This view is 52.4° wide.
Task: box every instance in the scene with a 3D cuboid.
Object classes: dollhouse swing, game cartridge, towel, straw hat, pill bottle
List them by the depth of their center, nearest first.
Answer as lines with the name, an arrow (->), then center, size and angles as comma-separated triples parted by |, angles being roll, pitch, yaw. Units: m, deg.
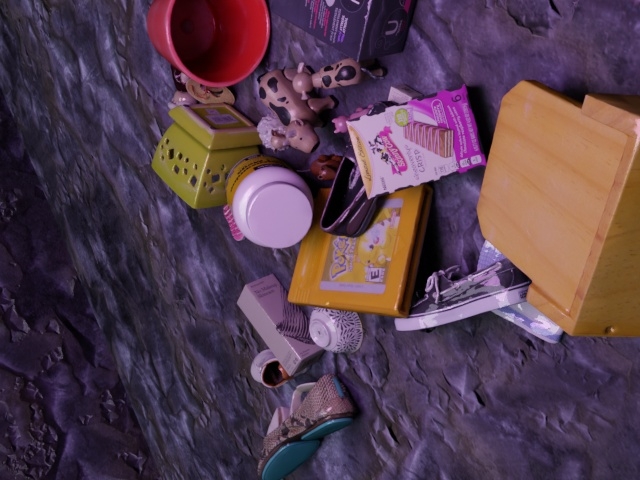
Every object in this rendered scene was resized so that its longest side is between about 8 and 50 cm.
dollhouse swing -> 0.466, -0.073, 1.046 | 0.305, 0.314, 0.347 | -101, 14, -61
towel -> 0.394, 0.038, 1.228 | 0.209, 0.034, 0.285 | 31, 128, 36
game cartridge -> 0.079, 0.015, 1.430 | 0.323, 0.052, 0.286 | 1, 72, 42
pill bottle -> -0.120, -0.093, 1.537 | 0.334, 0.187, 0.188 | -132, 33, -70
straw hat -> -0.295, -0.430, 1.785 | 0.144, 0.144, 0.061 | -10, 57, 50

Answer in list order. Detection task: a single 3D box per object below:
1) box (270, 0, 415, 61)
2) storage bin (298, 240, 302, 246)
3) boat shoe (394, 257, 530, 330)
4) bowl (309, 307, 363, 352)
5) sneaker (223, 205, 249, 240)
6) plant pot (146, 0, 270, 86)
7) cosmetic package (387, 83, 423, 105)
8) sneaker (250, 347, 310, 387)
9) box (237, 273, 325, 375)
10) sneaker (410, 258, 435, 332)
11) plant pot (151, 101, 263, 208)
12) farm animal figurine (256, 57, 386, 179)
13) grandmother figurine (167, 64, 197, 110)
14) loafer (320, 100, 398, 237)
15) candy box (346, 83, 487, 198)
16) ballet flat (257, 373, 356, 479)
box -> 0.045, -0.495, 1.303 | 0.270, 0.143, 0.165 | 40, 135, 30
storage bin -> 0.000, 0.000, 1.629 | 0.135, 0.098, 0.091 | 25, 152, 40
boat shoe -> 0.264, 0.105, 1.287 | 0.306, 0.113, 0.105 | -25, 79, 46
bowl -> 0.024, 0.231, 1.702 | 0.170, 0.080, 0.170 | 24, 124, 41
sneaker -> -0.227, -0.064, 1.875 | 0.063, 0.074, 0.171 | -38, 53, 24
plant pot -> -0.296, -0.529, 1.612 | 0.243, 0.274, 0.275 | 27, 126, 52
cosmetic package -> 0.167, -0.258, 1.350 | 0.060, 0.041, 0.115 | 39, 132, 32
sneaker -> -0.156, 0.386, 1.946 | 0.290, 0.123, 0.106 | -29, 86, 52
box -> -0.110, 0.235, 1.834 | 0.275, 0.113, 0.094 | 50, 137, 20
sneaker -> 0.228, 0.100, 1.419 | 0.121, 0.079, 0.217 | 18, 127, 39
plant pot -> -0.289, -0.241, 1.748 | 0.227, 0.228, 0.207 | 40, 126, 31
farm animal figurine -> -0.029, -0.292, 1.456 | 0.326, 0.172, 0.331 | 40, 133, 31
grandmother figurine -> -0.387, -0.502, 1.840 | 0.208, 0.103, 0.343 | -106, 17, -55
loafer -> 0.083, -0.142, 1.340 | 0.109, 0.095, 0.303 | 36, 116, 39
candy box -> 0.182, -0.187, 1.242 | 0.233, 0.071, 0.159 | -16, 96, 13
ballet flat -> -0.056, 0.532, 1.896 | 0.483, 0.163, 0.182 | -53, 45, 40
